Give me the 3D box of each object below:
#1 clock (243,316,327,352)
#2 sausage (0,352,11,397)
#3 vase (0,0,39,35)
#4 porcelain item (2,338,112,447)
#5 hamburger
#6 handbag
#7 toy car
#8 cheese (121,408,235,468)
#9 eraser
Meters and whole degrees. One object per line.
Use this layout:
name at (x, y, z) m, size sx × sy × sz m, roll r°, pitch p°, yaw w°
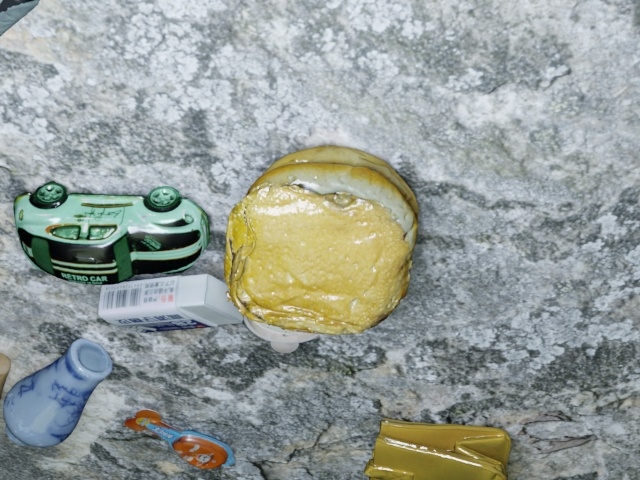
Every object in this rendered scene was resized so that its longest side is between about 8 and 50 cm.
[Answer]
clock at (-0.053, 0.104, 1.689) m, size 0.155 × 0.063 × 0.229 m, roll 2°, pitch 135°, yaw -3°
sausage at (-0.648, 0.319, 1.935) m, size 0.066 × 0.066 × 0.301 m, roll 15°, pitch 132°, yaw -13°
vase at (-0.456, -0.278, 1.315) m, size 0.211 × 0.060 × 0.060 m, roll -29°, pitch 127°, yaw 29°
porcelain item at (-0.492, 0.289, 1.851) m, size 0.141 × 0.141 × 0.259 m, roll 30°, pitch 122°, yaw -26°
hamburger at (0.000, 0.000, 1.489) m, size 0.318 × 0.158 × 0.319 m, roll -3°, pitch 122°, yaw -4°
handbag at (0.228, 0.513, 2.053) m, size 0.283 × 0.133 × 0.401 m, roll 5°, pitch 135°, yaw 4°
toy car at (-0.329, 0.001, 1.551) m, size 0.306 × 0.125 × 0.136 m, roll 4°, pitch 135°, yaw 1°
cheese at (-0.280, 0.405, 2.022) m, size 0.256 × 0.037 × 0.106 m, roll 33°, pitch 126°, yaw -29°
eraser at (-0.244, 0.104, 1.641) m, size 0.210 × 0.068 × 0.124 m, roll -6°, pitch 157°, yaw 26°
